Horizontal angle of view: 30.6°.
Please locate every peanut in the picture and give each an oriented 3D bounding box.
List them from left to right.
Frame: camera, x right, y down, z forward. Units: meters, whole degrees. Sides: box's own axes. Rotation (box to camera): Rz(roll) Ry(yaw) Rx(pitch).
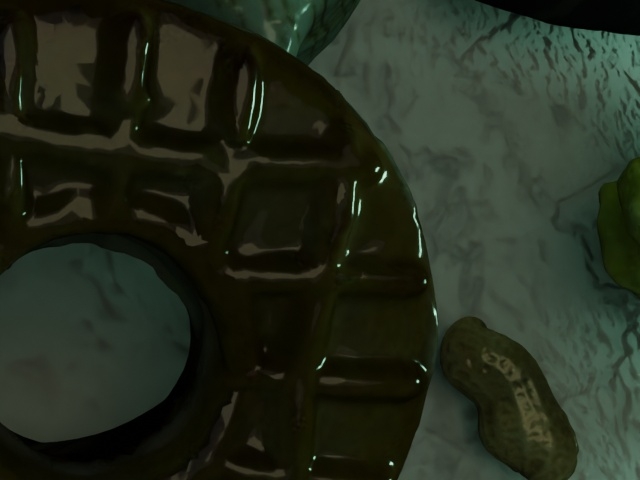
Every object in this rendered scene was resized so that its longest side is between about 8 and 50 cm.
[{"bbox_3d":[0.111,0.095,0.690,0.054,0.054,0.113,-31,86,-27],"label":"peanut"}]

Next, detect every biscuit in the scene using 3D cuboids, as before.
[{"bbox_3d":[-0.104,0.048,0.531,0.332,0.103,0.332,-2,98,-17],"label":"biscuit"}]

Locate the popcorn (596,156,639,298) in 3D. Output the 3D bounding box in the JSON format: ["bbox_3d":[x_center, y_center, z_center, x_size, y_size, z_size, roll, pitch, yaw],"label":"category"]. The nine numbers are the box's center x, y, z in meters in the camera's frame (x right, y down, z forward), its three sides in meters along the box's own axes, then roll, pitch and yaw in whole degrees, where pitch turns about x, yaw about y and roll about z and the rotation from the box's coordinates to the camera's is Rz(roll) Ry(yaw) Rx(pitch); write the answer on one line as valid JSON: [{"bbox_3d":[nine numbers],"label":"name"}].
[{"bbox_3d":[0.318,-0.031,0.717,0.241,0.235,0.250,34,84,-39],"label":"popcorn"}]

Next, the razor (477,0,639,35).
[{"bbox_3d":[0.232,-0.237,0.800,0.349,0.113,0.205,4,75,-23],"label":"razor"}]

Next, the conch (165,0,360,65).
[{"bbox_3d":[-0.047,-0.156,0.625,0.386,0.203,0.170,-18,47,-11],"label":"conch"}]
